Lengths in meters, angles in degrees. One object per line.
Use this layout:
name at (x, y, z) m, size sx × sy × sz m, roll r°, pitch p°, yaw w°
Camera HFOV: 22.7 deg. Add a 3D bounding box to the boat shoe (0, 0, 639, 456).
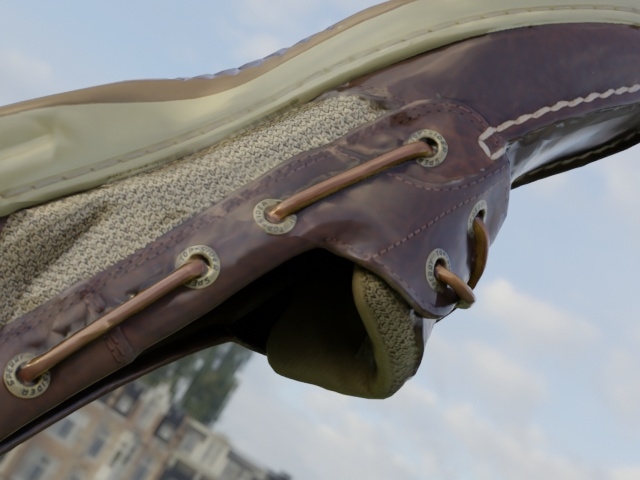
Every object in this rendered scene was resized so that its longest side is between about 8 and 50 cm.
boat shoe at (0.000, 0.000, 0.559) m, size 0.123 × 0.342 × 0.123 m, roll 66°, pitch -31°, yaw 14°
